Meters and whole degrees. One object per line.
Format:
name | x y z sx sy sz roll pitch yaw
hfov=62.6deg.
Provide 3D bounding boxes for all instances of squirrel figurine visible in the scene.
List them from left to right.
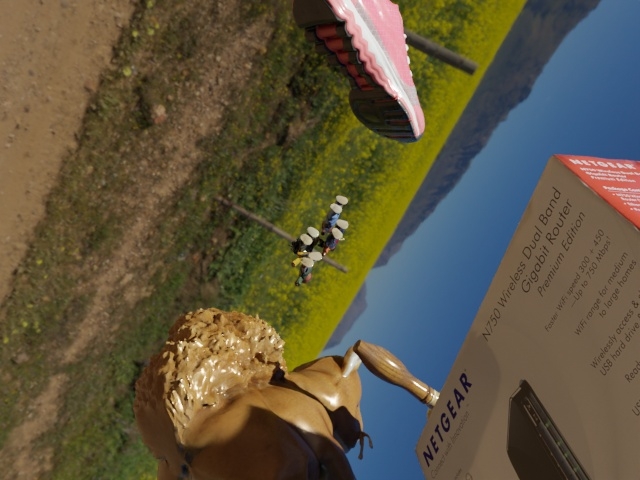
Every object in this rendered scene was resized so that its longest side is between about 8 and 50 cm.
squirrel figurine | -0.079 0.257 0.826 0.281 0.397 0.370 -36 179 37

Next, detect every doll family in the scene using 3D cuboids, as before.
doll family | 0.000 0.000 0.988 0.193 0.076 0.111 -43 167 -23

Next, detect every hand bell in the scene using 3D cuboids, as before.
hand bell | 0.146 0.216 0.757 0.126 0.242 0.126 -49 -169 13

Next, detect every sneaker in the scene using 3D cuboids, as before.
sneaker | 0.095 -0.279 0.786 0.136 0.115 0.314 -54 131 -15

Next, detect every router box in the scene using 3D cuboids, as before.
router box | 0.189 0.166 0.330 0.301 0.082 0.336 -109 -155 -52
